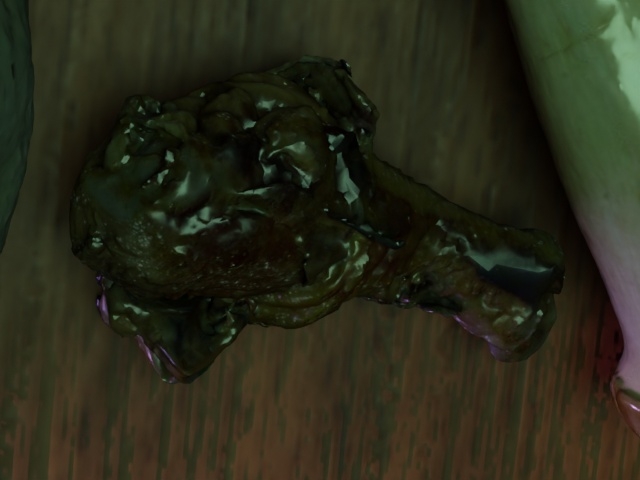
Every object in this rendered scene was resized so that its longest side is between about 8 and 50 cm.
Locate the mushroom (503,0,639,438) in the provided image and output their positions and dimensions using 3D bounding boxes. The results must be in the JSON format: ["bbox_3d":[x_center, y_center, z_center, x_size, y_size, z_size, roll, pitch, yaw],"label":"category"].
[{"bbox_3d":[0.124,-0.062,0.753,0.100,0.081,0.312,-37,113,-49],"label":"mushroom"}]

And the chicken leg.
[{"bbox_3d":[0.000,-0.007,0.745,0.196,0.080,0.125,-4,112,-22],"label":"chicken leg"}]

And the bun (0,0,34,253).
[{"bbox_3d":[-0.259,-0.043,0.591,0.362,0.211,0.361,-2,101,-13],"label":"bun"}]
